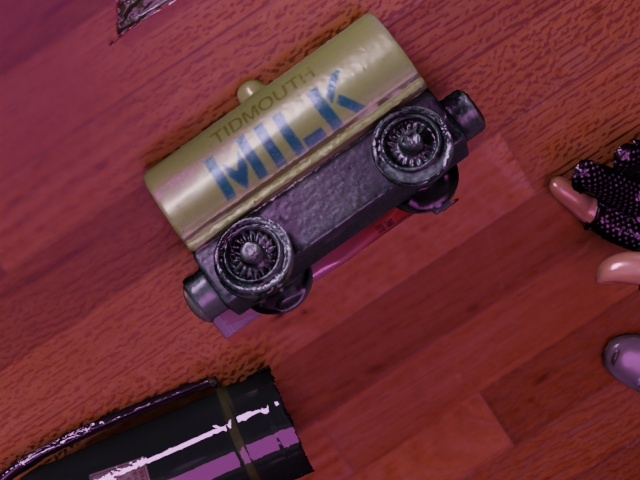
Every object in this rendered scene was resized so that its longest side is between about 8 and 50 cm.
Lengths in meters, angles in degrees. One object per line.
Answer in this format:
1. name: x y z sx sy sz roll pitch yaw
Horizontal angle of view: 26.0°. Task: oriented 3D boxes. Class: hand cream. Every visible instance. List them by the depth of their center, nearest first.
1. hand cream: -0.001 -0.001 1.076 0.216 0.038 0.052 -32 85 6

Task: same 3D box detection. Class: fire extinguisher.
1. fire extinguisher: -0.157 0.196 1.085 0.294 0.093 0.118 -23 86 -2

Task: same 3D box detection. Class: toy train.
1. toy train: -0.013 -0.055 1.011 0.253 0.105 0.157 -36 73 2
2. toy train: 0.349 0.132 1.178 0.234 0.051 0.052 18 101 -17

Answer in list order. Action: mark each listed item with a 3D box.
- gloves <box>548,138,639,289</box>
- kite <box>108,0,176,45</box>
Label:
1. gloves: 0.271 -0.026 1.095 0.181 0.106 0.129 17 106 14
2. kite: -0.149 -0.237 0.973 0.244 0.006 0.198 12 107 -15
